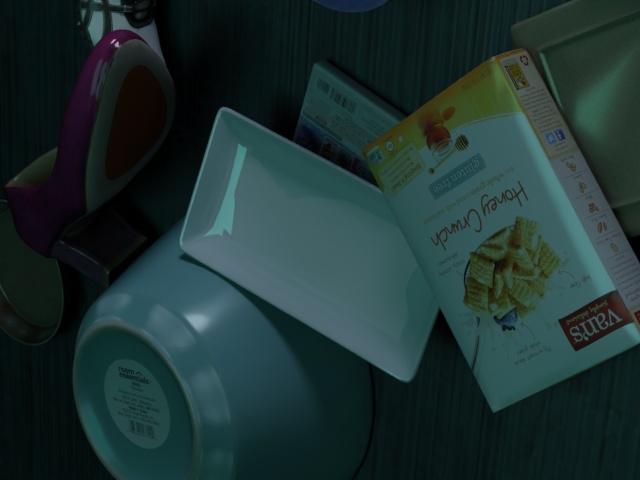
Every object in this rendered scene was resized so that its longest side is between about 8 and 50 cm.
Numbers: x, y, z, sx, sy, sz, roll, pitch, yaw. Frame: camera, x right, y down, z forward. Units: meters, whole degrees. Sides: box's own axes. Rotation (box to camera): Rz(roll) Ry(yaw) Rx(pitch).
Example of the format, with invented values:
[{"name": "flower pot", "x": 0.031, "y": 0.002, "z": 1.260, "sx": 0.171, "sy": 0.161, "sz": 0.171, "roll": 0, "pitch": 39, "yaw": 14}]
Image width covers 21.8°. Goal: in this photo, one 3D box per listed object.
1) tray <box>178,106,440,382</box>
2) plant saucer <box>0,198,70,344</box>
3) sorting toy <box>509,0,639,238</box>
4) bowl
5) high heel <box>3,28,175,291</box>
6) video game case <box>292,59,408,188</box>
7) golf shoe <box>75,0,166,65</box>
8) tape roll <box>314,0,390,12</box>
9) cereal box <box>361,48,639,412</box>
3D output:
[{"name": "tray", "x": 0.000, "y": 0.000, "z": 1.450, "sx": 0.270, "sy": 0.030, "sz": 0.145, "roll": 29, "pitch": 111, "yaw": 27}, {"name": "plant saucer", "x": -0.328, "y": 0.032, "z": 1.840, "sx": 0.168, "sy": 0.029, "sz": 0.168, "roll": 19, "pitch": 118, "yaw": 40}, {"name": "sorting toy", "x": 0.241, "y": -0.098, "z": 1.214, "sx": 0.196, "sy": 0.047, "sz": 0.347, "roll": -17, "pitch": 93, "yaw": 51}, {"name": "bowl", "x": -0.117, "y": 0.137, "z": 1.576, "sx": 0.312, "sy": 0.163, "sz": 0.311, "roll": 19, "pitch": 119, "yaw": 38}, {"name": "high heel", "x": -0.247, "y": -0.096, "z": 1.589, "sx": 0.181, "sy": 0.127, "sz": 0.377, "roll": 38, "pitch": 144, "yaw": 16}, {"name": "video game case", "x": 0.037, "y": -0.059, "z": 1.449, "sx": 0.157, "sy": 0.019, "sz": 0.143, "roll": 37, "pitch": 129, "yaw": 28}, {"name": "golf shoe", "x": -0.183, "y": -0.234, "z": 1.556, "sx": 0.094, "sy": 0.077, "sz": 0.198, "roll": -19, "pitch": 99, "yaw": 38}, {"name": "tape roll", "x": 0.029, "y": -0.280, "z": 1.302, "sx": 0.189, "sy": 0.080, "sz": 0.189, "roll": 27, "pitch": 133, "yaw": 33}, {"name": "cereal box", "x": 0.146, "y": -0.004, "z": 1.285, "sx": 0.173, "sy": 0.047, "sz": 0.240, "roll": -35, "pitch": 79, "yaw": 46}]
